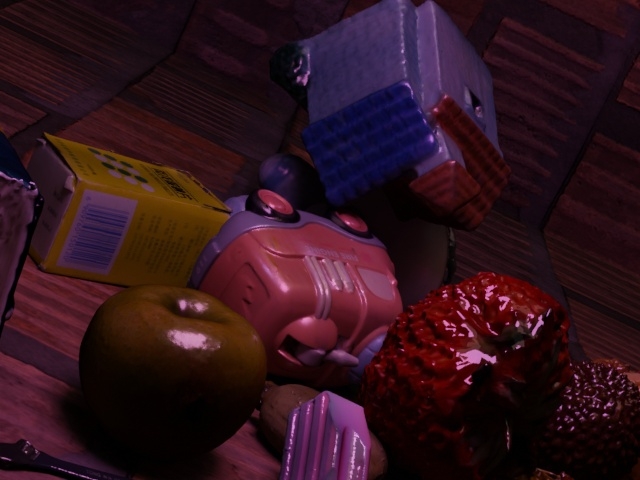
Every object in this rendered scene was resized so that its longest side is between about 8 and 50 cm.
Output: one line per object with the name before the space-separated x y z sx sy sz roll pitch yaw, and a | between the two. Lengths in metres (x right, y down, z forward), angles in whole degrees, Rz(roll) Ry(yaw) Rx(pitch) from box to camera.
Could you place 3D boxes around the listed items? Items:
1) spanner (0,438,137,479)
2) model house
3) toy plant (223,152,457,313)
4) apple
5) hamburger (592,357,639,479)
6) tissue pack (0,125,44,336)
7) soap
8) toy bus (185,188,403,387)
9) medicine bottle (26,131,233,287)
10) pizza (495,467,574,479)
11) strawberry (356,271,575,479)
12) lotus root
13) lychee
spanner | -0.217 0.217 1.306 0.209 0.012 0.046 21 16 -22
model house | 0.119 -0.114 1.903 0.295 0.252 0.329 42 28 -45
toy plant | 0.000 0.000 2.042 0.332 0.247 0.247 12 20 -32
apple | -0.151 0.132 1.421 0.196 0.157 0.196 24 14 -7
hamburger | 0.464 0.272 1.996 0.282 0.245 0.155 -16 11 17
tissue pack | -0.442 -0.042 1.322 0.253 0.264 0.416 14 18 -32
soap | 0.005 0.230 1.427 0.056 0.100 0.149 25 51 -23
toy bus | -0.019 0.079 1.792 0.288 0.194 0.232 14 27 -40
medicine bottle | -0.260 -0.028 1.836 0.250 0.141 0.137 14 15 -40
pizza | 0.272 0.312 1.674 0.305 0.085 0.161 25 15 2
strawberry | 0.153 0.152 1.611 0.258 0.261 0.261 30 14 32
lotus root | -0.006 0.210 1.559 0.183 0.077 0.090 36 17 28
lychee | 0.343 0.241 1.841 0.188 0.188 0.188 25 15 -7
